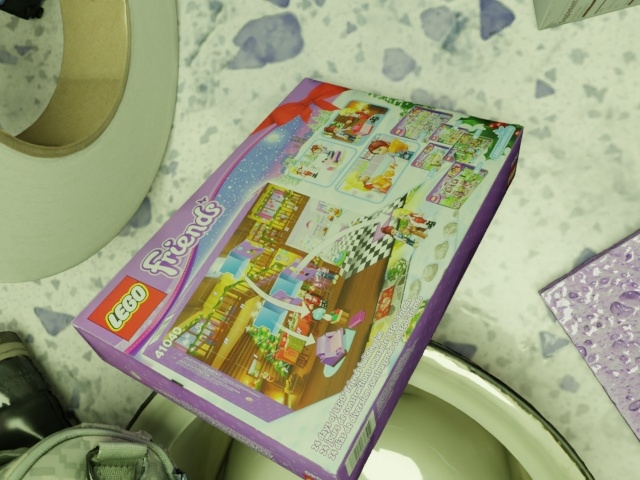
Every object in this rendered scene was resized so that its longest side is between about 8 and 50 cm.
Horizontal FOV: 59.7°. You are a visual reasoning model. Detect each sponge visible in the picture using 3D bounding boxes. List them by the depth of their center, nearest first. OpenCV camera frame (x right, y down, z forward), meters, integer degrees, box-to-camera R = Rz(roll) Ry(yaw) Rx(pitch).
[{"bbox_3d":[0.290,0.100,0.460,0.117,0.031,0.210,-34,84,13],"label":"sponge"}]

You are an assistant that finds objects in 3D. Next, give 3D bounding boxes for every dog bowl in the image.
[{"bbox_3d":[0.029,0.257,0.473,0.408,0.150,0.408,1,93,15],"label":"dog bowl"}]

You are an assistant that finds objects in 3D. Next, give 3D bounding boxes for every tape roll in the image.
[{"bbox_3d":[-0.224,-0.164,0.394,0.072,0.392,0.392,5,94,13],"label":"tape roll"}]

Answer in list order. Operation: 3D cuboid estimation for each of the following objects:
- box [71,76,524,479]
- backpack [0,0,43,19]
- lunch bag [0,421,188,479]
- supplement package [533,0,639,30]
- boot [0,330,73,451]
[{"bbox_3d":[0.000,0.000,0.408,0.201,0.057,0.293,21,56,25],"label":"box"},{"bbox_3d":[-0.338,-0.303,0.573,0.114,0.084,0.105,33,98,13],"label":"backpack"},{"bbox_3d":[-0.226,0.265,0.356,0.305,0.212,0.256,-21,60,31],"label":"lunch bag"},{"bbox_3d":[0.253,-0.245,0.416,0.179,0.105,0.105,-10,91,14],"label":"supplement package"},{"bbox_3d":[-0.356,0.319,0.583,0.284,0.138,0.377,40,95,9],"label":"boot"}]
